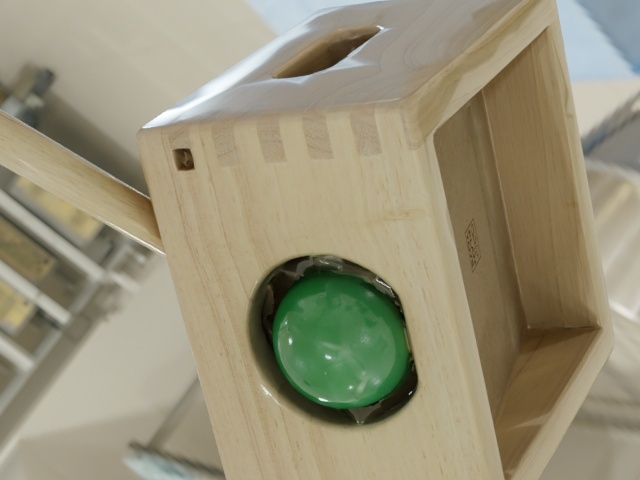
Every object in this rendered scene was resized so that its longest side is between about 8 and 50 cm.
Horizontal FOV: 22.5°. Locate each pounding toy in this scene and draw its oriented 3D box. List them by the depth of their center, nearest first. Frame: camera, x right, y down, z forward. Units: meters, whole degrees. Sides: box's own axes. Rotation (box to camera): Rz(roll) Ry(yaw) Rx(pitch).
[{"bbox_3d":[0.000,0.000,0.409,0.100,0.141,0.130,-3,111,27],"label":"pounding toy"}]
